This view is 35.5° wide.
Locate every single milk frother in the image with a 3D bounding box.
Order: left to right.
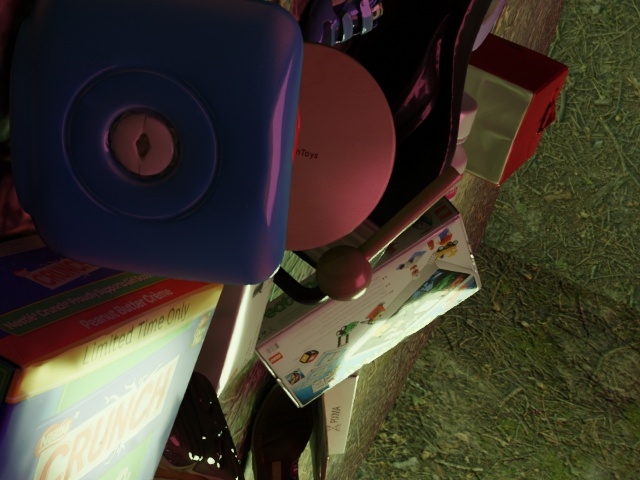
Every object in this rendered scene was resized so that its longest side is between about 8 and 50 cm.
[{"bbox_3d":[0.000,0.000,1.146,0.129,0.135,0.143,-55,168,15],"label":"milk frother"}]

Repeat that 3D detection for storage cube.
[{"bbox_3d":[0.287,-0.234,1.721,0.193,0.215,0.183,-36,149,-54],"label":"storage cube"}]

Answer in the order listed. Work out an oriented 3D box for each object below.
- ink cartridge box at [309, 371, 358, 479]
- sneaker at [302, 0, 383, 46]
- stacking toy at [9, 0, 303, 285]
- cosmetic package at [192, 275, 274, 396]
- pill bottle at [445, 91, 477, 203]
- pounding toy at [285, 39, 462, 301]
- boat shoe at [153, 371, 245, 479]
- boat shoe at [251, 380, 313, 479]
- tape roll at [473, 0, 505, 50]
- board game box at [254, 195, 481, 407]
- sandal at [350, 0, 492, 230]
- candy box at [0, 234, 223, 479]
[{"bbox_3d":[0.017,0.283,1.607,0.296,0.066,0.261,95,-12,-55],"label":"ink cartridge box"},{"bbox_3d":[0.028,-0.233,1.015,0.144,0.059,0.053,-59,168,-25],"label":"sneaker"},{"bbox_3d":[-0.075,-0.106,0.691,0.302,0.166,0.175,-65,162,-66],"label":"stacking toy"},{"bbox_3d":[-0.090,0.046,1.047,0.099,0.061,0.239,-45,155,-55],"label":"cosmetic package"},{"bbox_3d":[0.106,-0.078,1.378,0.160,0.160,0.283,-43,154,-60],"label":"pill bottle"},{"bbox_3d":[-0.016,-0.074,0.921,0.183,0.237,0.110,-51,-157,-3],"label":"pounding toy"},{"bbox_3d":[-0.158,0.189,0.939,0.120,0.122,0.324,-21,155,1],"label":"boat shoe"},{"bbox_3d":[-0.073,0.317,1.599,0.095,0.095,0.257,-116,-148,-59],"label":"boat shoe"},{"bbox_3d":[0.227,-0.413,1.418,0.274,0.090,0.274,-60,167,-24],"label":"tape roll"},{"bbox_3d":[0.061,0.084,1.305,0.305,0.053,0.193,-33,145,-4],"label":"board game box"},{"bbox_3d":[0.097,-0.221,1.179,0.107,0.168,0.445,2,108,-48],"label":"sandal"},{"bbox_3d":[-0.207,0.162,0.653,0.317,0.122,0.268,-70,166,13],"label":"candy box"}]
